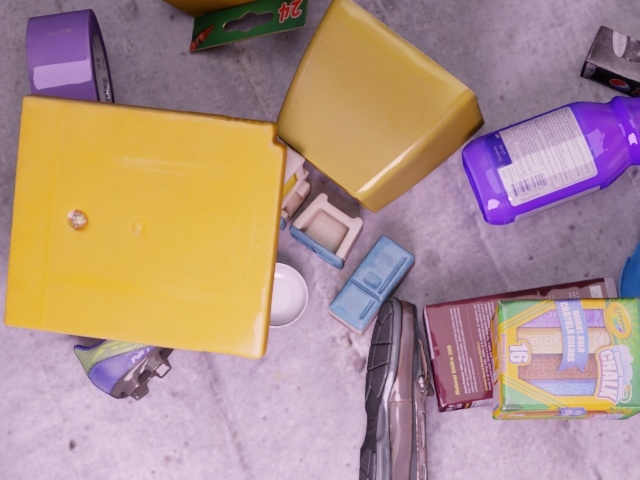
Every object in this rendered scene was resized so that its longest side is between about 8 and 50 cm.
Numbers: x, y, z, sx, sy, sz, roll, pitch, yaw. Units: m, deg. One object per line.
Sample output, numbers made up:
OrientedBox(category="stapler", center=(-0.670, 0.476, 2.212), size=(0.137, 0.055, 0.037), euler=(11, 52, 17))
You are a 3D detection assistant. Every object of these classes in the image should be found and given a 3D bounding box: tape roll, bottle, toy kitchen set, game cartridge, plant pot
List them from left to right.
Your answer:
OrientedBox(category="tape roll", center=(-0.316, -0.197, 1.921), size=(0.080, 0.189, 0.189), euler=(-8, 75, -1))
OrientedBox(category="game cartridge", center=(-0.210, -0.018, 1.804), size=(0.324, 0.053, 0.285), euler=(7, 97, 6))
OrientedBox(category="toy kitchen set", center=(0.000, 0.000, 1.867), size=(0.207, 0.166, 0.122), euler=(34, 80, 11))
OrientedBox(category="plant pot", center=(0.062, -0.156, 1.899), size=(0.212, 0.212, 0.187), euler=(39, 92, 11))
OrientedBox(category="bottle", center=(0.326, -0.116, 1.913), size=(0.283, 0.092, 0.118), euler=(-21, 75, 2))

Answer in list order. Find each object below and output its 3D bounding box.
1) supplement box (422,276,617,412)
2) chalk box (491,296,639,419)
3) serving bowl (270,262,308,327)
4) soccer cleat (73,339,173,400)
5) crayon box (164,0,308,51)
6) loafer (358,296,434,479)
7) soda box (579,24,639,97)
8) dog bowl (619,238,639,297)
OrientedBox(category="supplement box", center=(0.255, 0.130, 1.869), size=(0.239, 0.073, 0.130), euler=(-8, 75, -1))
OrientedBox(category="chalk box", center=(0.310, 0.142, 1.760), size=(0.213, 0.132, 0.132), euler=(0, 77, 3))
OrientedBox(category="serving bowl", center=(-0.058, 0.071, 1.919), size=(0.083, 0.027, 0.083), euler=(1, 80, -4))
OrientedBox(category="soccer cleat", center=(-0.190, 0.070, 1.894), size=(0.121, 0.093, 0.289), euler=(40, 80, 14))
OrientedBox(category="crayon box", center=(-0.105, -0.422, 1.984), size=(0.202, 0.081, 0.318), euler=(-8, 71, 34))
OrientedBox(category="loafer", center=(0.102, 0.206, 1.858), size=(0.084, 0.096, 0.267), euler=(9, 81, -16))
OrientedBox(category="soda box", center=(0.430, -0.217, 1.968), size=(0.169, 0.053, 0.060), euler=(24, 77, 8))
OrientedBox(category="dog bowl", center=(0.477, 0.010, 1.894), size=(0.166, 0.074, 0.297), euler=(21, 77, 8))
